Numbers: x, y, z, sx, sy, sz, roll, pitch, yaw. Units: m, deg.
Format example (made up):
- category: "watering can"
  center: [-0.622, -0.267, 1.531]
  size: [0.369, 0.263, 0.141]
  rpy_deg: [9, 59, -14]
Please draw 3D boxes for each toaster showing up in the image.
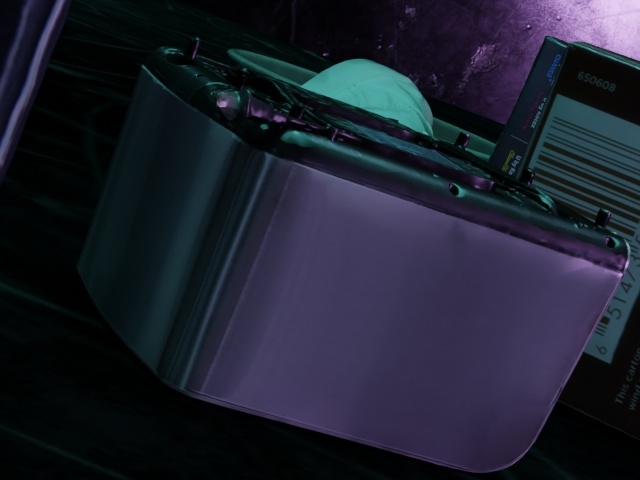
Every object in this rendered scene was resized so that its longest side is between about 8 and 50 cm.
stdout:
- category: "toaster"
  center: [0.000, 0.000, 0.702]
  size: [0.185, 0.110, 0.168]
  rpy_deg: [18, 9, -25]

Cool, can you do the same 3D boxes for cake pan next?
- category: "cake pan"
  center: [0.045, -0.098, 1.620]
  size: [0.293, 0.054, 0.293]
  rpy_deg: [21, 9, -3]

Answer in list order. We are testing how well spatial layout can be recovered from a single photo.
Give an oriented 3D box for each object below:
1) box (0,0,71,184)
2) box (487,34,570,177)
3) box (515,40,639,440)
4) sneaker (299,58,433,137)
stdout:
- category: "box"
  center: [-0.319, -0.213, 0.584]
  size: [0.480, 0.297, 0.472]
  rpy_deg: [18, 7, -17]
- category: "box"
  center: [0.226, -0.036, 1.305]
  size: [0.142, 0.163, 0.247]
  rpy_deg: [29, 11, 23]
- category: "box"
  center: [0.201, 0.012, 0.916]
  size: [0.167, 0.168, 0.203]
  rpy_deg: [24, 10, 26]
- category: "sneaker"
  center: [0.047, -0.023, 1.024]
  size: [0.169, 0.108, 0.292]
  rpy_deg: [25, 19, 16]
